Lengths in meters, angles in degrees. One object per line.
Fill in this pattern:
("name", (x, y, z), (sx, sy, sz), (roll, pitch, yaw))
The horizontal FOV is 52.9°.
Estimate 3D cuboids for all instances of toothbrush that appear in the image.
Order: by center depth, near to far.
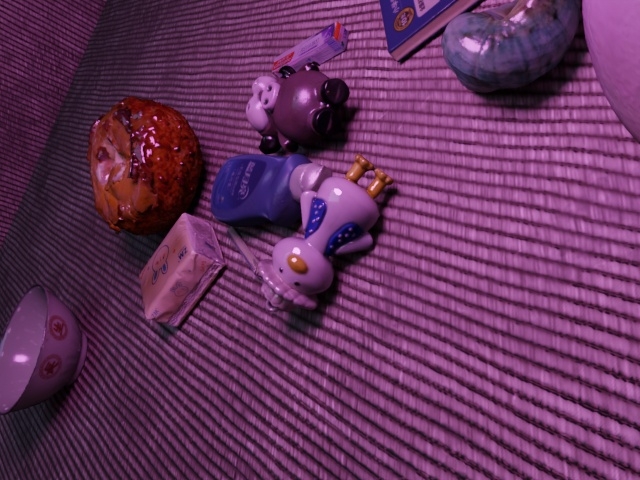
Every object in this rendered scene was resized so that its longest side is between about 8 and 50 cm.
("toothbrush", (-0.129, 0.042, 1.229), (0.026, 0.028, 0.294), (-56, 34, 11))

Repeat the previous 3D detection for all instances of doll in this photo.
("doll", (0.000, 0.000, 1.021), (0.293, 0.138, 0.119), (-52, -1, 14))
("doll", (-0.048, -0.246, 1.207), (0.257, 0.117, 0.182), (18, 91, 50))

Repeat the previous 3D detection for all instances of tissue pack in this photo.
("tissue pack", (-0.297, 0.061, 1.361), (0.196, 0.092, 0.148), (-50, 40, 19))

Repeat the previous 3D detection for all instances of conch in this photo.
("conch", (0.252, -0.273, 0.862), (0.188, 0.122, 0.176), (-15, 39, 43))

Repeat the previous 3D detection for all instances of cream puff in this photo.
("cream puff", (-0.398, -0.173, 1.494), (0.350, 0.229, 0.350), (9, 102, 47))

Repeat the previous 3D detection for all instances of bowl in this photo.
("bowl", (-0.716, 0.296, 1.684), (0.337, 0.157, 0.337), (-26, 53, 41))

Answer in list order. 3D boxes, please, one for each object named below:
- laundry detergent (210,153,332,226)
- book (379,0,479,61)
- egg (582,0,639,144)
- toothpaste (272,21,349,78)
("laundry detergent", (-0.092, -0.096, 1.197), (0.290, 0.094, 0.143), (0, 68, 50))
("book", (0.259, -0.521, 1.048), (0.428, 0.039, 0.300), (-31, 50, 37))
("egg", (0.376, -0.225, 0.511), (0.354, 0.340, 0.354), (-25, 55, 41))
("toothpaste", (-0.024, -0.379, 1.312), (0.196, 0.040, 0.047), (-14, 59, 47))
